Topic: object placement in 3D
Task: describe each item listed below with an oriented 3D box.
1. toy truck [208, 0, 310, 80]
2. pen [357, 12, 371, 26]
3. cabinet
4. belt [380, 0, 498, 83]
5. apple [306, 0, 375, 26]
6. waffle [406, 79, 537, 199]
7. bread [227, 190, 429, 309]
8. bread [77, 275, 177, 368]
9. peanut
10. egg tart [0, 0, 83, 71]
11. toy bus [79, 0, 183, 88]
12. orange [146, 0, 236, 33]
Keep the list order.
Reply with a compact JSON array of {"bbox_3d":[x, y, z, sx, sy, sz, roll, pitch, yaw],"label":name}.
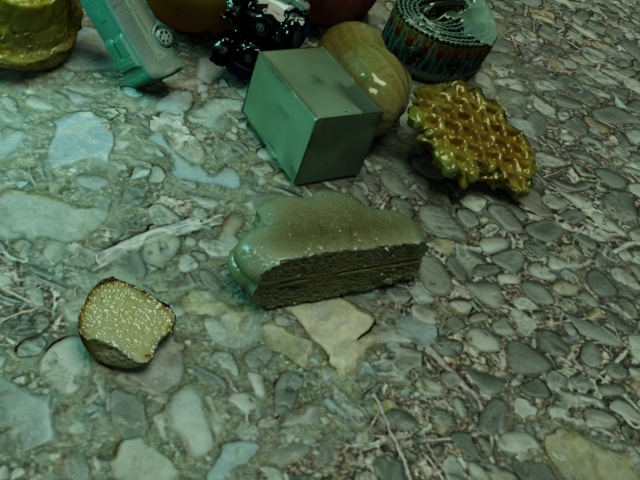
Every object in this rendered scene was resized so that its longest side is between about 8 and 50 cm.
[{"bbox_3d":[-0.095,-0.397,1.882,0.161,0.213,0.177,27,36,5],"label":"toy truck"},{"bbox_3d":[0.095,-0.445,2.155,0.040,0.032,0.233,-7,41,1],"label":"pen"},{"bbox_3d":[-0.020,-0.227,1.769,0.145,0.150,0.206,-12,49,-33],"label":"cabinet"},{"bbox_3d":[0.260,-0.448,2.134,0.258,0.150,0.207,-12,58,-31],"label":"belt"},{"bbox_3d":[0.002,-0.637,2.130,0.345,0.269,0.344,19,32,-13],"label":"apple"},{"bbox_3d":[0.294,-0.188,1.881,0.301,0.058,0.281,-11,61,-44],"label":"waffle"},{"bbox_3d":[0.002,-0.002,1.567,0.338,0.102,0.183,-8,48,-31],"label":"bread"},{"bbox_3d":[-0.272,0.119,1.366,0.126,0.044,0.129,28,37,-2],"label":"bread"},{"bbox_3d":[0.075,-0.325,1.916,0.174,0.158,0.340,-16,46,-12],"label":"peanut"},{"bbox_3d":[-0.553,-0.454,1.728,0.341,0.129,0.341,19,59,-35],"label":"egg tart"},{"bbox_3d":[-0.352,-0.399,1.773,0.109,0.091,0.261,-44,111,-42],"label":"toy bus"},{"bbox_3d":[-0.231,-0.560,1.940,0.312,0.312,0.312,12,41,-10],"label":"orange"}]
